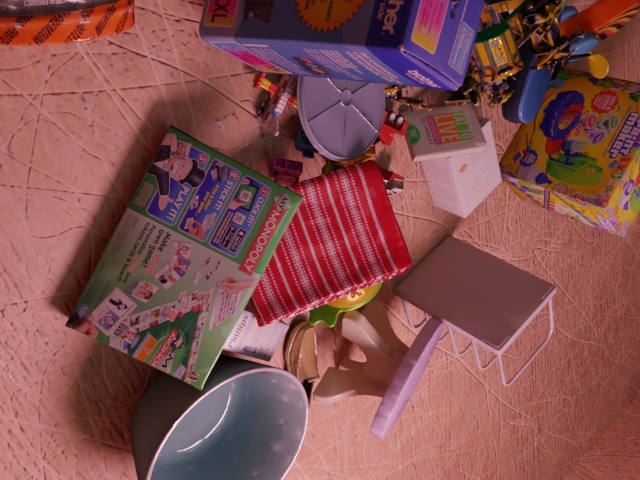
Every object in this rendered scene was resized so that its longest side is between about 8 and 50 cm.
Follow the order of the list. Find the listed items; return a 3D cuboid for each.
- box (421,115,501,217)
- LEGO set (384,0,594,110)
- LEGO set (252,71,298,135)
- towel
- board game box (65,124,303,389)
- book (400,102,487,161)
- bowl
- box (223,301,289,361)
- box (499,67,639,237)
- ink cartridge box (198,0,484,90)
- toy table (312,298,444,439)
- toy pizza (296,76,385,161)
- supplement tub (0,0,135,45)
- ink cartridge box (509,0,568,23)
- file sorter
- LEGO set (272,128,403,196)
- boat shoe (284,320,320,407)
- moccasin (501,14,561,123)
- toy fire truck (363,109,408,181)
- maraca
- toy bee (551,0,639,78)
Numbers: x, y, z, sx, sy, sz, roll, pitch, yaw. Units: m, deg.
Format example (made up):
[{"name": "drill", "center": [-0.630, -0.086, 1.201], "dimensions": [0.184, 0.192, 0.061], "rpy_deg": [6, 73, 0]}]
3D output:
[{"name": "box", "center": [0.287, -0.157, 1.387], "dimensions": [0.130, 0.091, 0.170], "rpy_deg": [-42, 134, -19]}, {"name": "LEGO set", "center": [0.265, -0.282, 1.143], "dimensions": [0.255, 0.331, 0.192], "rpy_deg": [-49, 123, -34]}, {"name": "LEGO set", "center": [-0.031, -0.280, 1.045], "dimensions": [0.182, 0.060, 0.244], "rpy_deg": [-31, 129, -26]}, {"name": "towel", "center": [0.000, 0.000, 1.066], "dimensions": [0.275, 0.031, 0.198], "rpy_deg": [-20, 95, -19]}, {"name": "board game box", "center": [-0.192, 0.026, 0.970], "dimensions": [0.214, 0.046, 0.317], "rpy_deg": [28, 91, -9]}, {"name": "book", "center": [0.229, -0.205, 1.278], "dimensions": [0.144, 0.096, 0.035], "rpy_deg": [-11, 163, -13]}, {"name": "bowl", "center": [-0.187, 0.313, 1.128], "dimensions": [0.312, 0.163, 0.311], "rpy_deg": [-21, 124, -34]}, {"name": "box", "center": [-0.145, 0.126, 1.098], "dimensions": [0.137, 0.126, 0.072], "rpy_deg": [28, 92, -47]}, {"name": "box", "center": [0.613, -0.205, 1.536], "dimensions": [0.177, 0.279, 0.289], "rpy_deg": [31, 87, -48]}, {"name": "ink cartridge box", "center": [0.059, -0.341, 0.821], "dimensions": [0.151, 0.396, 0.269], "rpy_deg": [11, 94, -54]}, {"name": "toy table", "center": [0.115, 0.241, 1.338], "dimensions": [0.274, 0.161, 0.252], "rpy_deg": [-48, 155, -44]}, {"name": "toy pizza", "center": [0.031, -0.228, 1.085], "dimensions": [0.201, 0.032, 0.201], "rpy_deg": [-8, 101, -44]}, {"name": "supplement tub", "center": [-0.284, -0.373, 0.644], "dimensions": [0.207, 0.207, 0.337], "rpy_deg": [-23, 125, -34]}, {"name": "ink cartridge box", "center": [0.383, -0.543, 1.188], "dimensions": [0.289, 0.211, 0.121], "rpy_deg": [-55, 136, -7]}, {"name": "file sorter", "center": [0.340, 0.155, 1.467], "dimensions": [0.193, 0.278, 0.173], "rpy_deg": [-43, 136, -19]}, {"name": "LEGO set", "center": [0.019, -0.124, 1.152], "dimensions": [0.227, 0.093, 0.087], "rpy_deg": [9, 68, -19]}, {"name": "boat shoe", "center": [-0.027, 0.249, 1.314], "dimensions": [0.068, 0.072, 0.189], "rpy_deg": [-15, 120, -38]}, {"name": "moccasin", "center": [0.393, -0.389, 1.315], "dimensions": [0.138, 0.117, 0.341], "rpy_deg": [31, 72, -58]}, {"name": "toy fire truck", "center": [0.096, -0.175, 1.228], "dimensions": [0.192, 0.047, 0.135], "rpy_deg": [13, 102, -46]}, {"name": "maraca", "center": [0.035, 0.078, 1.257], "dimensions": [0.186, 0.127, 0.099], "rpy_deg": [-41, 162, -11]}, {"name": "toy bee", "center": [0.516, -0.425, 1.443], "dimensions": [0.162, 0.299, 0.195], "rpy_deg": [41, 43, -74]}]
